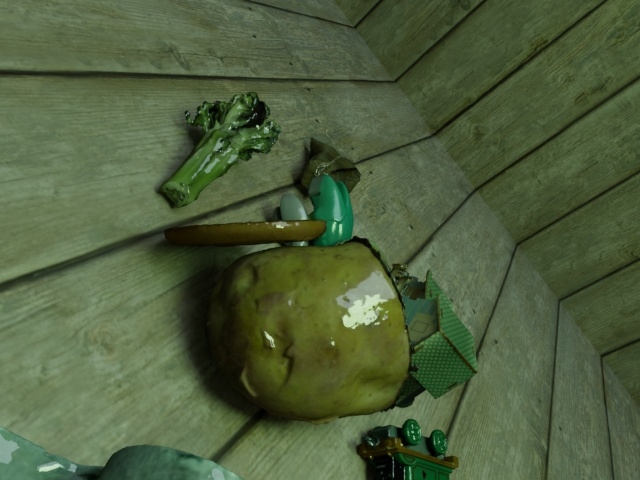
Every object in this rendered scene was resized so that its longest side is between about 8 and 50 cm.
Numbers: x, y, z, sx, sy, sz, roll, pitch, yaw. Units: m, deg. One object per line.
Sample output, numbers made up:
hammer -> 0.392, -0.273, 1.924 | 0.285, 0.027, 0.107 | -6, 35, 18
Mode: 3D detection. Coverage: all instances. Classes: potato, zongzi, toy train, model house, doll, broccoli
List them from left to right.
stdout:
broccoli -> -0.202, -0.166, 0.981 | 0.304, 0.164, 0.146 | -60, 141, -44
potato -> -0.039, 0.154, 0.767 | 0.237, 0.301, 0.289 | -16, 56, -34
doll -> -0.011, -0.010, 1.076 | 0.195, 0.153, 0.258 | 51, 42, -40
zongzi -> -0.008, -0.198, 1.304 | 0.197, 0.099, 0.194 | 49, 28, 16
toy train -> 0.161, 0.402, 0.905 | 0.227, 0.091, 0.136 | 29, 48, -34
model house -> 0.165, 0.172, 0.914 | 0.271, 0.206, 0.178 | -49, 119, -20

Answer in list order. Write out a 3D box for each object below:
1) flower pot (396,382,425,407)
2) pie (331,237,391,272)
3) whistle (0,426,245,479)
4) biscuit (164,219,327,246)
flower pot -> 0.186, 0.256, 1.074 | 0.157, 0.107, 0.157 | 34, 33, -26
pie -> 0.067, 0.108, 1.020 | 0.240, 0.054, 0.241 | -5, 97, -48
whistle -> -0.220, 0.290, 0.464 | 0.404, 0.188, 0.168 | 16, 39, 4
biscuit -> -0.117, -0.010, 0.826 | 0.262, 0.261, 0.037 | -3, 90, -55
